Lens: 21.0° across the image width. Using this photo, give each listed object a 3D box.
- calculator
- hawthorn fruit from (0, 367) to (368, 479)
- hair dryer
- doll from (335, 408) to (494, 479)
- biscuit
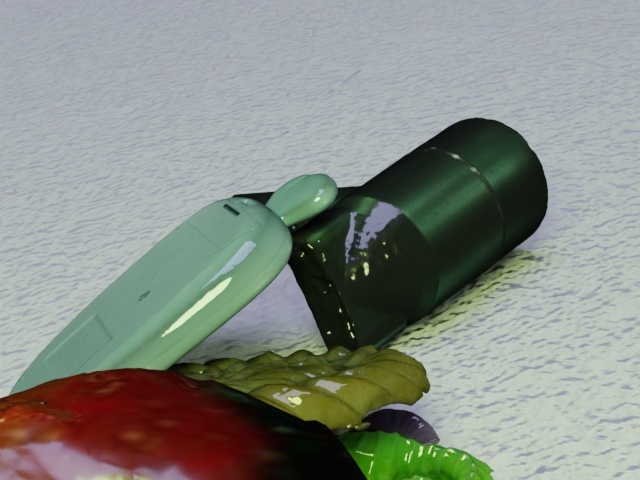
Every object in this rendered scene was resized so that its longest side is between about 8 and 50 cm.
[{"bbox_3d":[-0.111,0.042,1.252,0.295,0.042,0.184,-40,17,-6],"label":"calculator"},{"bbox_3d":[-0.090,0.197,0.737,0.316,0.316,0.316,-7,23,3],"label":"hawthorn fruit"},{"bbox_3d":[0.000,0.000,1.412,0.302,0.116,0.244,-2,21,43],"label":"hair dryer"},{"bbox_3d":[0.018,0.144,1.107,0.190,0.050,0.115,2,21,18],"label":"doll"},{"bbox_3d":[-0.021,0.097,1.132,0.187,0.036,0.273,-7,2,-6],"label":"biscuit"}]
